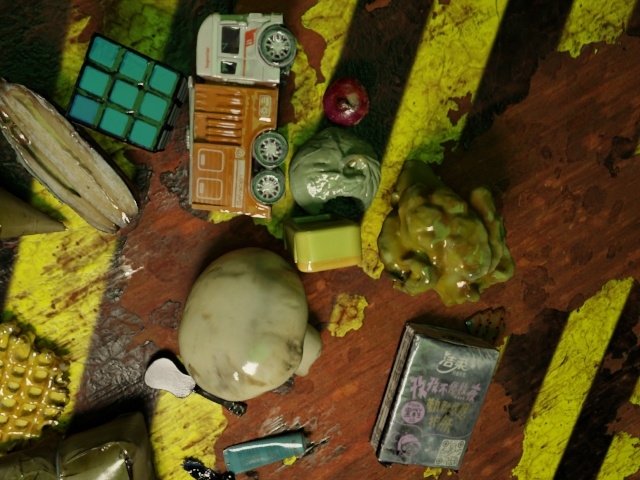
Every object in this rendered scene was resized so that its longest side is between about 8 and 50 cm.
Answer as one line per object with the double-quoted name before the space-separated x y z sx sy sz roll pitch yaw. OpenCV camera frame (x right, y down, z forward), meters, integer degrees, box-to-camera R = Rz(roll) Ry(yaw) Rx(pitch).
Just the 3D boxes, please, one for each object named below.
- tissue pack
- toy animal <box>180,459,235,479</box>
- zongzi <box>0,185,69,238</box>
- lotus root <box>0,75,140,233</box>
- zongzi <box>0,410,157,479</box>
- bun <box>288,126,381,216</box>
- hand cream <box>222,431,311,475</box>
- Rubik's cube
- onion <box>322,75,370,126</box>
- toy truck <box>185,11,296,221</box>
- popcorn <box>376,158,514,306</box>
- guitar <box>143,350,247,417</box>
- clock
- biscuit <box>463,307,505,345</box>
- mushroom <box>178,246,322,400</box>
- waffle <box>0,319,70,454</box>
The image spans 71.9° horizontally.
"tissue pack" 0.300 0.415 1.164 0.259 0.122 0.362 13 97 -14
"toy animal" -0.270 0.624 1.106 0.107 0.062 0.220 -23 108 18
"zongzi" -0.661 -0.129 0.826 0.299 0.145 0.274 -9 98 -29
"lotus root" -0.484 -0.164 0.862 0.167 0.078 0.329 -25 114 21
"zongzi" -0.552 0.589 0.959 0.392 0.174 0.356 -11 108 -15
"bun" 0.039 -0.144 0.966 0.212 0.126 0.204 -38 96 -13
"hand cream" -0.132 0.541 1.130 0.224 0.048 0.083 -12 104 -5
"Rubik's cube" -0.356 -0.271 0.842 0.160 0.163 0.162 21 99 -16
"onion" 0.058 -0.304 0.971 0.107 0.097 0.107 2 110 6
"toy truck" -0.162 -0.246 0.889 0.206 0.173 0.388 4 103 -6
"popcorn" 0.289 -0.016 0.995 0.325 0.290 0.322 3 98 -43
"guitar" -0.288 0.358 1.051 0.271 0.038 0.084 36 93 -18
"clock" 0.000 0.000 0.961 0.143 0.202 0.096 -6 101 -13
"biscuit" 0.453 0.238 1.217 0.129 0.019 0.120 11 98 -15
"mushroom" -0.130 0.193 0.966 0.314 0.314 0.336 -48 138 0
"waffle" -0.700 0.320 0.930 0.328 0.062 0.330 -3 104 -13
